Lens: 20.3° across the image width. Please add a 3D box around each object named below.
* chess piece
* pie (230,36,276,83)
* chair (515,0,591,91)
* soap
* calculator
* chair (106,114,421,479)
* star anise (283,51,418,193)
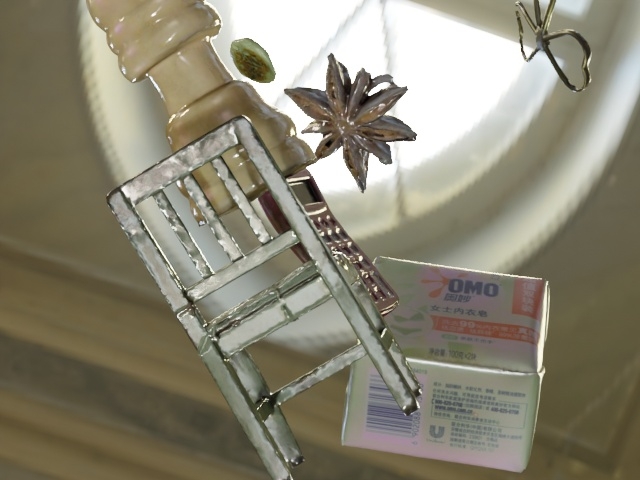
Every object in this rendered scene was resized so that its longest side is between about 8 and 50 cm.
[{"bbox_3d":[-0.128,-0.170,1.498,0.307,0.124,0.139,60,-165,0],"label":"chess piece"},{"bbox_3d":[-0.096,-0.255,2.533,0.085,0.085,0.017,27,-118,20],"label":"pie"},{"bbox_3d":[0.303,-0.339,1.877,0.170,0.326,0.160,-13,-153,-23],"label":"chair"},{"bbox_3d":[0.132,0.125,1.863,0.199,0.138,0.182,8,-148,5],"label":"soap"},{"bbox_3d":[0.000,0.000,1.729,0.190,0.034,0.126,54,-163,8],"label":"calculator"},{"bbox_3d":[-0.041,0.046,1.442,0.270,0.136,0.147,59,-175,1],"label":"chair"},{"bbox_3d":[0.037,-0.164,2.436,0.195,0.182,0.065,27,-147,4],"label":"star anise"}]
